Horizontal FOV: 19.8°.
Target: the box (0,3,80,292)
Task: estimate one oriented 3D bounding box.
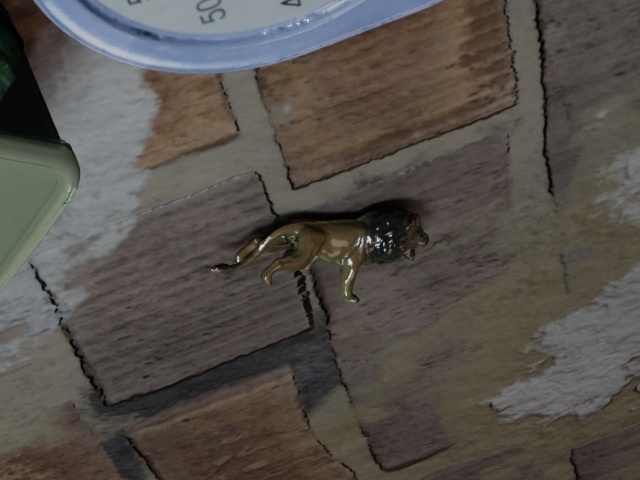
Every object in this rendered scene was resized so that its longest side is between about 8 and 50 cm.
[{"bbox_3d":[-0.301,-0.041,1.361,0.138,0.178,0.274,11,135,-40],"label":"box"}]

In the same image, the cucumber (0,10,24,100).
[{"bbox_3d":[-0.282,-0.191,1.172,0.063,0.115,0.244,-27,122,19],"label":"cucumber"}]

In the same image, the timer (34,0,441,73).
[{"bbox_3d":[-0.060,-0.259,1.203,0.395,0.173,0.395,-17,148,-11],"label":"timer"}]

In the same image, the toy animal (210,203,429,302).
[{"bbox_3d":[-0.005,0.016,1.733,0.220,0.069,0.086,-11,125,-27],"label":"toy animal"}]
